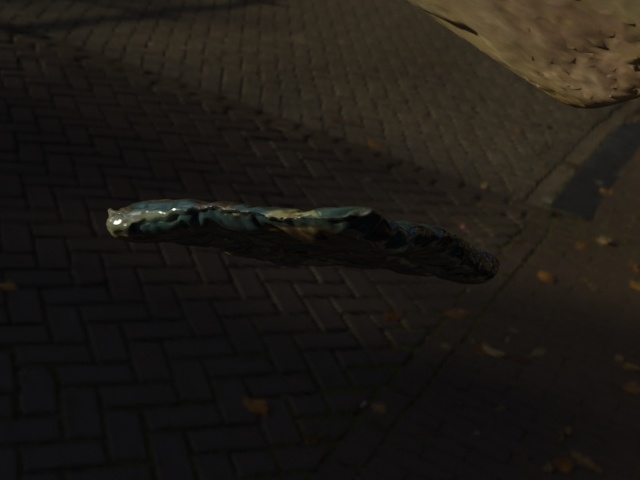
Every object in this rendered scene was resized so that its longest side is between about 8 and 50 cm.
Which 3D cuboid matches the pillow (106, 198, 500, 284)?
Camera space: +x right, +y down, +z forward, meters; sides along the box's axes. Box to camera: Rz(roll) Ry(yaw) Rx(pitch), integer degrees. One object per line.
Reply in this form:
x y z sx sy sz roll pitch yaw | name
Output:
0.002 0.000 0.691 0.189 0.034 0.255 1 -7 27 | pillow

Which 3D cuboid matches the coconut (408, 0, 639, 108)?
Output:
0.150 -0.209 0.454 0.329 0.329 0.329 8 30 -5 | coconut
